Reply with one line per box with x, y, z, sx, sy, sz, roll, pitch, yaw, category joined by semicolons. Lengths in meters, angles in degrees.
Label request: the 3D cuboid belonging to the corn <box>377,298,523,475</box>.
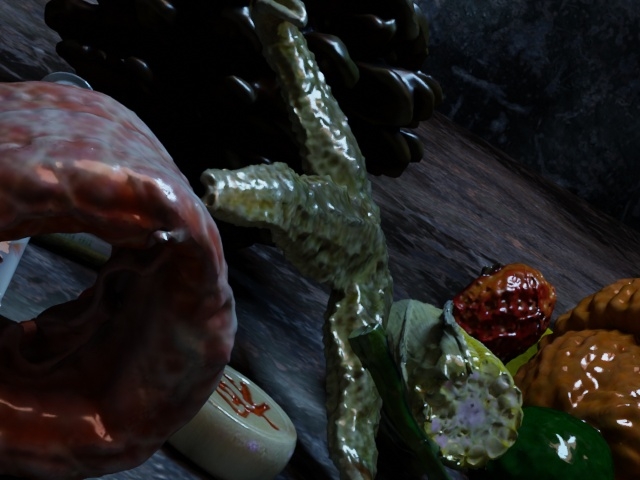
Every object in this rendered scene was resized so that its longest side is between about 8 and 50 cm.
0.094;0.127;1.712;0.122;0.123;0.305;58;-5;-10;corn

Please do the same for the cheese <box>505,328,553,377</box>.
0.280;0.184;2.156;0.171;0.093;0.126;38;9;12;cheese

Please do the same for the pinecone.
-0.095;-0.177;1.894;0.398;0.397;0.398;33;12;-8;pinecone

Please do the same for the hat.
0.257;0.197;1.850;0.400;0.285;0.285;-12;42;-39;hat

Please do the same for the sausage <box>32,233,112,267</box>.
-0.262;-0.026;1.645;0.269;0.033;0.033;26;15;-37;sausage

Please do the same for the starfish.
0.000;0.000;1.569;0.432;0.082;0.324;-85;156;-49;starfish

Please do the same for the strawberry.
0.165;0.104;1.966;0.082;0.188;0.121;48;-5;34;strawberry

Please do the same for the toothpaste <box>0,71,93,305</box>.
-0.256;-0.048;1.578;0.100;0.066;0.323;35;29;-9;toothpaste

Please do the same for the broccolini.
0.094;0.167;1.526;0.071;0.057;0.254;32;-30;58;broccolini

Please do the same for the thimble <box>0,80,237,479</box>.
-0.177;0.027;1.217;0.239;0.239;0.162;28;13;-28;thimble

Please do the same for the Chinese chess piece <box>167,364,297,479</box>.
-0.076;0.136;1.473;0.122;0.051;0.122;33;11;-8;Chinese chess piece
